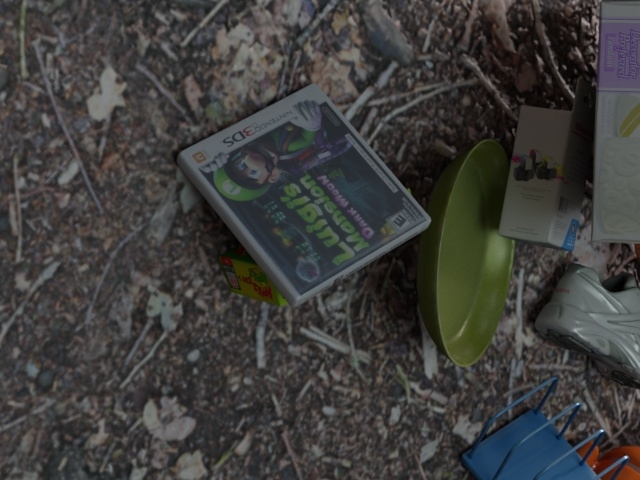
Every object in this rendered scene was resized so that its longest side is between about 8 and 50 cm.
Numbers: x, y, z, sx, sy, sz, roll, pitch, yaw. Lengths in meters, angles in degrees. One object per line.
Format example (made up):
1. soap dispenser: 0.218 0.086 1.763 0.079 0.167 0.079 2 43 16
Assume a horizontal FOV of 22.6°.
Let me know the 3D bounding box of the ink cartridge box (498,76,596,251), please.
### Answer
1. ink cartridge box: 0.252 -0.085 1.746 0.104 0.062 0.181 14 86 -66

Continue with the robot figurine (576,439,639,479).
1. robot figurine: 0.342 0.327 1.857 0.219 0.158 0.128 -37 144 -26

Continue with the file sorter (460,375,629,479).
1. file sorter: 0.262 0.252 1.748 0.118 0.170 0.104 -28 155 -29

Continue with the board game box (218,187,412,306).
1. board game box: 0.000 0.000 1.588 0.181 0.092 0.043 -30 113 -28

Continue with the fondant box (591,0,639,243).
1. fondant box: 0.340 -0.137 1.685 0.330 0.096 0.238 -40 131 -76

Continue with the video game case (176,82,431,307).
1. video game case: -0.015 -0.048 1.542 0.173 0.022 0.190 -30 71 -28

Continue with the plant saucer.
1. plant saucer: 0.151 0.012 1.678 0.241 0.037 0.241 -29 123 -60

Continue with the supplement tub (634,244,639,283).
1. supplement tub: 0.444 0.055 1.879 0.117 0.117 0.190 -52 131 -18

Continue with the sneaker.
1. sneaker: 0.357 0.100 1.860 0.232 0.090 0.115 33 75 -35
